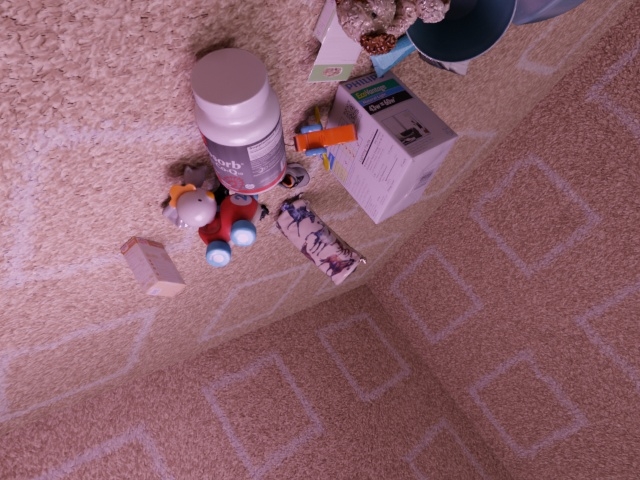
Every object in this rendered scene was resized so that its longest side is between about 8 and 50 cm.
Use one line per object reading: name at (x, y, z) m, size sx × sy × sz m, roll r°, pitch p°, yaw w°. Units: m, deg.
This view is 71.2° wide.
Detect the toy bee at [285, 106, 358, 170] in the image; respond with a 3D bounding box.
toy bee at (-0.027, -0.338, 1.465) m, size 0.162 × 0.298 × 0.195 m, roll -71°, pitch 172°, yaw -77°

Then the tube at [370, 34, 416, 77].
tube at (0.258, -0.613, 1.434) m, size 0.207 × 0.052 × 0.080 m, roll -35°, pitch 128°, yaw -1°

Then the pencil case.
pencil case at (0.000, 0.000, 1.849) m, size 0.183 × 0.410 × 0.160 m, roll -54°, pitch 165°, yaw 30°

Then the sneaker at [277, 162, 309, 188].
sneaker at (-0.113, -0.223, 1.605) m, size 0.100 × 0.108 × 0.271 m, roll -45°, pitch 160°, yaw 17°

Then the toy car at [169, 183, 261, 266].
toy car at (-0.315, -0.091, 1.283) m, size 0.210 × 0.219 × 0.238 m, roll -36°, pitch 125°, yaw 23°

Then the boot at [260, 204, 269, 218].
boot at (-0.256, -0.097, 1.738) m, size 0.099 × 0.045 × 0.121 m, roll -39°, pitch 168°, yaw 12°

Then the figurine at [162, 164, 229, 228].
figurine at (-0.364, -0.149, 1.400) m, size 0.215 × 0.092 × 0.209 m, roll -10°, pitch 139°, yaw -51°

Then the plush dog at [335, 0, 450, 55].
plush dog at (0.137, -0.566, 1.072) m, size 0.225 × 0.262 × 0.210 m, roll -36°, pitch 179°, yaw -17°

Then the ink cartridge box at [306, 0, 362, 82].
ink cartridge box at (0.053, -0.549, 1.222) m, size 0.171 × 0.056 × 0.235 m, roll -20°, pitch 156°, yaw -39°

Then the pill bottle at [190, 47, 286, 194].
pill bottle at (-0.202, -0.290, 1.148) m, size 0.210 × 0.210 × 0.363 m, roll -32°, pitch 159°, yaw -13°

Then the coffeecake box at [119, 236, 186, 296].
coffeecake box at (-0.543, 0.088, 1.457) m, size 0.068 × 0.185 × 0.142 m, roll -40°, pitch 160°, yaw 9°

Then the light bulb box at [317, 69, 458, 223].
light bulb box at (0.210, -0.322, 1.547) m, size 0.225 × 0.361 × 0.358 m, roll -28°, pitch 159°, yaw -28°

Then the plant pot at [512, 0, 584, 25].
plant pot at (0.725, -0.845, 1.444) m, size 0.247 × 0.247 × 0.252 m, roll -24°, pitch 175°, yaw -33°

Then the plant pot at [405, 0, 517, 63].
plant pot at (0.377, -0.670, 1.245) m, size 0.290 × 0.290 × 0.195 m, roll -52°, pitch -167°, yaw 36°

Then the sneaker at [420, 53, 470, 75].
sneaker at (0.457, -0.675, 1.593) m, size 0.297 × 0.111 × 0.129 m, roll -18°, pitch 138°, yaw -50°
